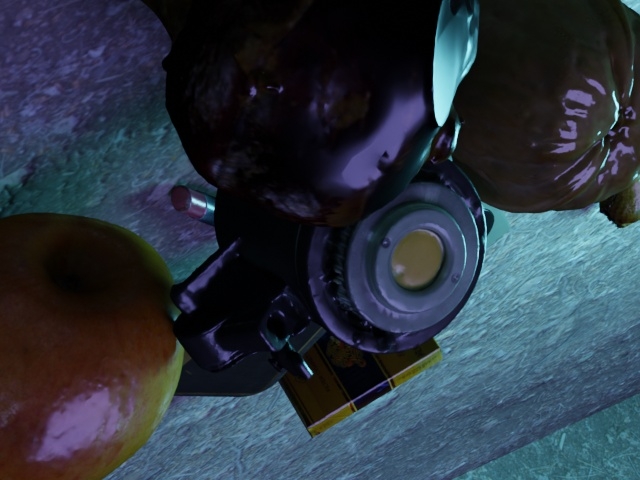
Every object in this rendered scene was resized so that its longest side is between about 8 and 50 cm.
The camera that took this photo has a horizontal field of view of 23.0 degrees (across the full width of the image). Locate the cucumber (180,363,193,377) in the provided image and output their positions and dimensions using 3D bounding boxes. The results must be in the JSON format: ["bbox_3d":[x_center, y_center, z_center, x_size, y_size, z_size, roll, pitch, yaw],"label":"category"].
[{"bbox_3d":[-0.194,0.151,2.124,0.072,0.072,0.300,-9,150,-45],"label":"cucumber"}]

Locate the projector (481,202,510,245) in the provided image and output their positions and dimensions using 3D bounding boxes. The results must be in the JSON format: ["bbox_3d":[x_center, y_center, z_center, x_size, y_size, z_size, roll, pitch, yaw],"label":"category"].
[{"bbox_3d":[0.130,-0.002,2.218,0.259,0.079,0.257,-33,160,4],"label":"projector"}]

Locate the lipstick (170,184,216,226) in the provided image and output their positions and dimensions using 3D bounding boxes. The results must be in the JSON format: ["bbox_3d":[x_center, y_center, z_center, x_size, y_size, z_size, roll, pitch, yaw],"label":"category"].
[{"bbox_3d":[-0.106,-0.029,1.880,0.053,0.053,0.234,-37,156,14],"label":"lipstick"}]

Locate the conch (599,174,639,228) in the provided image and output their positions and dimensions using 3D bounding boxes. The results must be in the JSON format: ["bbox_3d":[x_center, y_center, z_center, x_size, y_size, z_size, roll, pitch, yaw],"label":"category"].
[{"bbox_3d":[0.512,-0.082,2.567,0.086,0.080,0.232,-28,160,-31],"label":"conch"}]

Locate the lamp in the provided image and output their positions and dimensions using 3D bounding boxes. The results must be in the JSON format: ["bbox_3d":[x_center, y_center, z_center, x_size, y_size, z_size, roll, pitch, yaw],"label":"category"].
[{"bbox_3d":[0.039,-0.017,1.564,0.272,0.205,0.374,1,-134,46],"label":"lamp"}]

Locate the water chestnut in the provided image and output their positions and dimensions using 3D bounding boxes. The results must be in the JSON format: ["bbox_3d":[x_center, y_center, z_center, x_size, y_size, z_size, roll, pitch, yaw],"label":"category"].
[{"bbox_3d":[-0.032,-0.190,1.336,0.335,0.347,0.335,17,90,-85],"label":"water chestnut"}]

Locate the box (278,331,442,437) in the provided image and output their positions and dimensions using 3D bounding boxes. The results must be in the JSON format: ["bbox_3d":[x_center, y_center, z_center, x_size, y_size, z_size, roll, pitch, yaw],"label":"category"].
[{"bbox_3d":[0.047,0.172,2.393,0.237,0.152,0.070,-32,159,-1],"label":"box"}]

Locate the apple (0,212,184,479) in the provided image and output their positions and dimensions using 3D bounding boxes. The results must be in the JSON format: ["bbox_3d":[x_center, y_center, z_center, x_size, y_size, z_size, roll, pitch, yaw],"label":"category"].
[{"bbox_3d":[-0.289,0.109,1.611,0.299,0.299,0.275,-3,138,-51],"label":"apple"}]

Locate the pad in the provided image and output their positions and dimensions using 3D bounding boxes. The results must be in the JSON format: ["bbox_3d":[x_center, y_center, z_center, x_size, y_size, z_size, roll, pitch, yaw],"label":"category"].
[{"bbox_3d":[-0.144,0.142,2.011,0.375,0.063,0.315,4,141,-36],"label":"pad"}]

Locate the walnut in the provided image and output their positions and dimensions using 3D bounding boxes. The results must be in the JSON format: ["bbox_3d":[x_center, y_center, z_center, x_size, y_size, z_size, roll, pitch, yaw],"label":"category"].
[{"bbox_3d":[0.244,-0.167,1.734,0.296,0.285,0.285,4,141,-38],"label":"walnut"}]
